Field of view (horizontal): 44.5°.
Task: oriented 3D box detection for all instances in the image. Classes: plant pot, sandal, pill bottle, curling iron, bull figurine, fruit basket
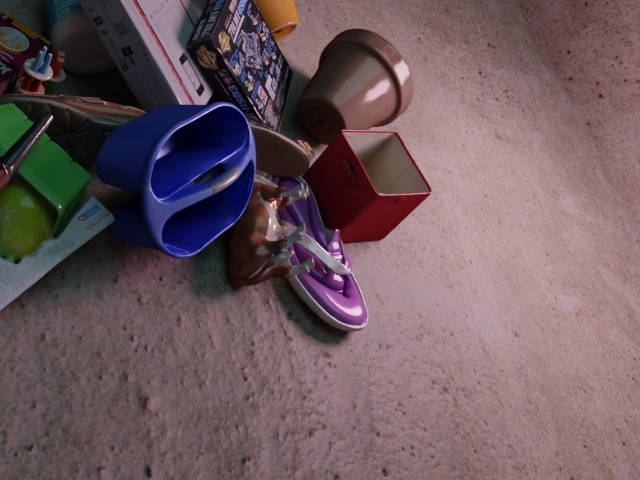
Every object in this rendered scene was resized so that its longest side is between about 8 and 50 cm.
[{"bbox_3d":[-0.149,-0.615,2.024,0.205,0.205,0.188,-26,90,-49],"label":"plant pot"},{"bbox_3d":[-0.011,0.001,1.647,0.169,0.102,0.416,-5,57,-42],"label":"sandal"},{"bbox_3d":[-0.502,-0.485,1.633,0.146,0.146,0.264,4,53,-38],"label":"pill bottle"},{"bbox_3d":[0.067,-0.357,1.946,0.263,0.263,0.229,42,56,-1],"label":"plant pot"},{"bbox_3d":[-0.490,-0.103,1.164,0.068,0.035,0.274,37,59,-4],"label":"curling iron"},{"bbox_3d":[-0.118,-0.049,1.575,0.101,0.188,0.310,66,16,-60],"label":"bull figurine"},{"bbox_3d":[-0.557,-0.045,1.224,0.327,0.165,0.353,42,55,-1],"label":"fruit basket"}]

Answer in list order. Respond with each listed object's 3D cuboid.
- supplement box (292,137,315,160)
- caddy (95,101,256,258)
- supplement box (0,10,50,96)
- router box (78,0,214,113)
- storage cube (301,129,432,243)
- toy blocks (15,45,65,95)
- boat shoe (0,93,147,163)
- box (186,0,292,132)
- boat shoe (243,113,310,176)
[{"bbox_3d":[-0.061,-0.202,1.834,0.055,0.043,0.083,52,39,12],"label":"supplement box"},{"bbox_3d":[-0.237,-0.115,1.412,0.179,0.241,0.341,8,31,26],"label":"caddy"},{"bbox_3d":[-0.606,-0.334,1.461,0.104,0.081,0.188,34,40,-11],"label":"supplement box"},{"bbox_3d":[-0.338,-0.426,1.617,0.335,0.082,0.301,62,22,-27],"label":"router box"},{"bbox_3d":[0.100,-0.120,1.781,0.215,0.193,0.184,-6,60,-44],"label":"storage cube"},{"bbox_3d":[-0.517,-0.315,1.466,0.054,0.148,0.123,38,40,-7],"label":"toy blocks"},{"bbox_3d":[-0.450,-0.214,1.472,0.324,0.123,0.116,11,30,-28],"label":"boat shoe"},{"bbox_3d":[-0.173,-0.414,1.798,0.293,0.073,0.295,56,29,-37],"label":"box"},{"bbox_3d":[-0.153,-0.225,1.705,0.285,0.103,0.092,18,37,0],"label":"boat shoe"}]
